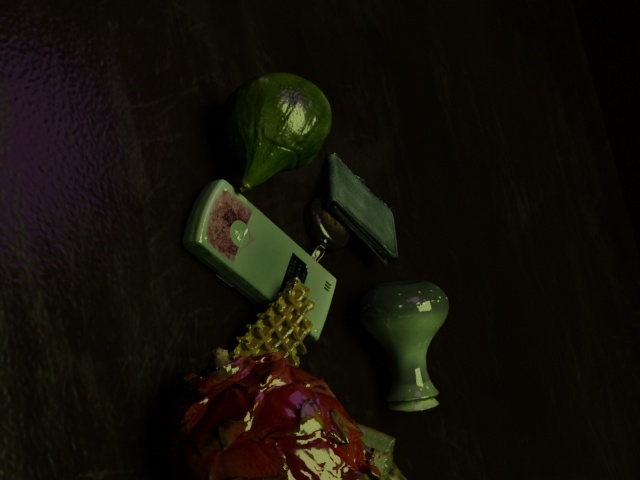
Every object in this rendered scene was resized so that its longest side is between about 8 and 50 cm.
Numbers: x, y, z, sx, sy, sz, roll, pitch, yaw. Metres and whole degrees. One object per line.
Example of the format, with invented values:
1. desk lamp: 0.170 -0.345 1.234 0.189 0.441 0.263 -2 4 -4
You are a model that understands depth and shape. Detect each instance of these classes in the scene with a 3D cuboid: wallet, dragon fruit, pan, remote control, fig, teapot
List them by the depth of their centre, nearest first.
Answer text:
1. dragon fruit: -0.080 0.315 1.525 0.342 0.277 0.277 46 30 22
2. remote control: -0.102 0.040 1.812 0.344 0.050 0.145 43 52 -34
3. fig: -0.083 -0.173 1.816 0.203 0.203 0.235 34 53 -41
4. pan: 0.002 -0.001 1.986 0.115 0.040 0.212 46 42 -23
5. teapot: 0.171 0.208 2.024 0.183 0.183 0.251 -9 95 -54
6. wallet: 0.085 -0.061 2.094 0.222 0.036 0.167 42 29 -31

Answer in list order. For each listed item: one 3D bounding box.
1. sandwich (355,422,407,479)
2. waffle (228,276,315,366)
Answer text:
1. sandwich: 0.020 0.380 1.709 0.227 0.198 0.155 59 38 -17
2. waffle: -0.082 0.151 1.759 0.160 0.046 0.192 20 81 -40
